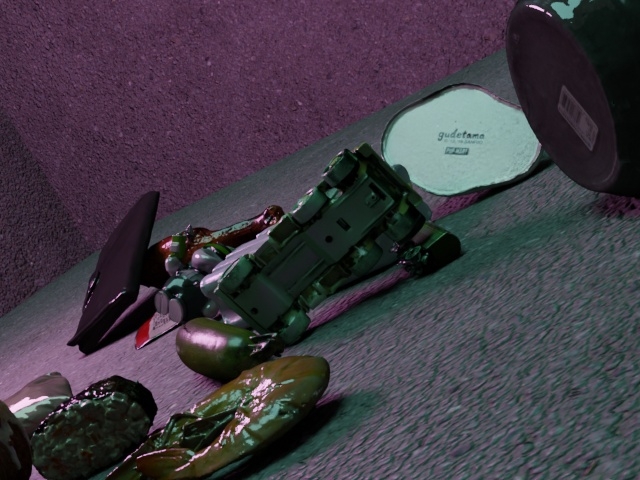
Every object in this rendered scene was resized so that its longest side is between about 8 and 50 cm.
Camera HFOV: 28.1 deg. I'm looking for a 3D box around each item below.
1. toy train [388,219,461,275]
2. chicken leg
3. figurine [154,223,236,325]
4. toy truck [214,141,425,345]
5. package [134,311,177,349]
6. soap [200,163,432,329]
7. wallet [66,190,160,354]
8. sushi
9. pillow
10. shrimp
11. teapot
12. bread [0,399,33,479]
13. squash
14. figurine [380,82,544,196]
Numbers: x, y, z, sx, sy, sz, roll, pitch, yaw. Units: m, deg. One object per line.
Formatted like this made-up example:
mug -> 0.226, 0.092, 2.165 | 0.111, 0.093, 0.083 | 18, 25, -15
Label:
toy train -> 0.124, 0.008, 1.547 | 0.071, 0.038, 0.148 | -31, 10, -2
chicken leg -> -0.233, 0.025, 2.455 | 0.407, 0.096, 0.158 | -23, -6, 37
figurine -> -0.174, 0.061, 1.992 | 0.147, 0.126, 0.192 | 21, 33, 32
toy truck -> -0.002, 0.003, 1.560 | 0.259, 0.128, 0.135 | -46, 11, 6
package -> -0.209, 0.097, 2.151 | 0.239, 0.030, 0.154 | -30, 10, 5
soap -> -0.005, 0.014, 1.752 | 0.289, 0.095, 0.173 | -26, 11, 30
wallet -> -0.390, 0.055, 2.451 | 0.197, 0.051, 0.377 | -45, 21, 26
sushi -> -0.267, 0.220, 1.493 | 0.150, 0.090, 0.078 | -27, 14, 9
pillow -> -0.484, 0.282, 1.922 | 0.270, 0.067, 0.173 | -31, 15, -1
shrimp -> -0.104, 0.192, 1.232 | 0.267, 0.061, 0.145 | -26, 19, 16
teapot -> 0.395, -0.203, 1.285 | 0.344, 0.253, 0.300 | -27, 42, -11
bread -> -0.433, 0.261, 1.584 | 0.160, 0.160, 0.073 | -24, 6, 36
squash -> -0.133, 0.131, 1.591 | 0.080, 0.071, 0.318 | -33, 9, -19
figurine -> 0.223, -0.114, 1.797 | 0.250, 0.141, 0.167 | 19, 80, 38
